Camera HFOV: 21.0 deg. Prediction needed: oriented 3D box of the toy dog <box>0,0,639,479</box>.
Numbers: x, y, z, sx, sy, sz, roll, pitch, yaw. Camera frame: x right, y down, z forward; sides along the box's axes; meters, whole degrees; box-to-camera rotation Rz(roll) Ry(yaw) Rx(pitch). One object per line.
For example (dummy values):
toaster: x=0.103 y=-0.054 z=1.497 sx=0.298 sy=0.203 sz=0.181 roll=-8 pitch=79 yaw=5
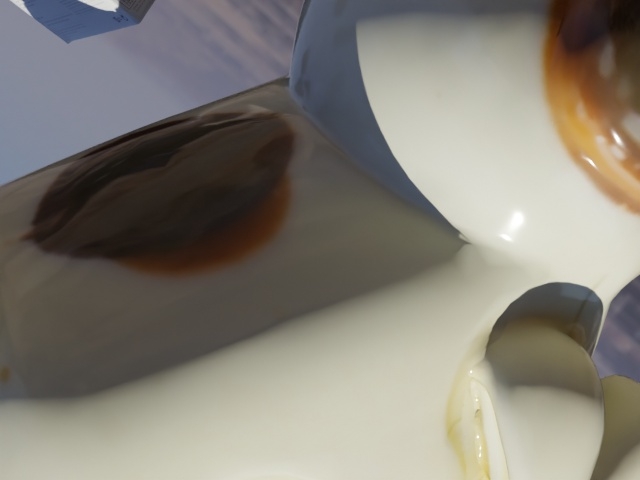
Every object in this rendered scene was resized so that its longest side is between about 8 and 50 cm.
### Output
toy dog: x=0.000 y=0.000 z=0.766 sx=0.395 sy=0.408 sz=0.284 roll=45 pitch=-177 yaw=-31

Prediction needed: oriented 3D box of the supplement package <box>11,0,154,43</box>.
supplement package: x=-0.210 y=-0.278 z=1.347 sx=0.203 sy=0.149 sz=0.194 roll=37 pitch=166 yaw=-21
